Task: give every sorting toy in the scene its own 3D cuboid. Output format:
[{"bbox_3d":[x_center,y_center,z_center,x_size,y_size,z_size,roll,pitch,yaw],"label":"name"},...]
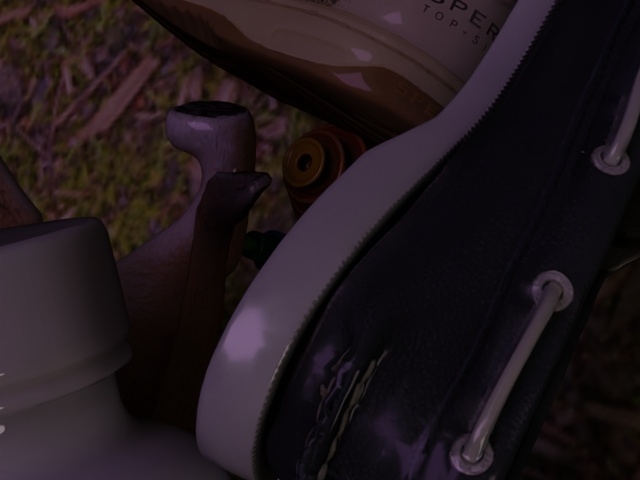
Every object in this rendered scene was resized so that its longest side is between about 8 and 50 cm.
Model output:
[{"bbox_3d":[0.000,0.000,0.693,0.061,0.042,0.102,-18,68,31],"label":"sorting toy"}]

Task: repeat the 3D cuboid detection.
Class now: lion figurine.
[{"bbox_3d":[-0.179,0.054,0.729,0.392,0.142,0.240,11,106,36],"label":"lion figurine"}]

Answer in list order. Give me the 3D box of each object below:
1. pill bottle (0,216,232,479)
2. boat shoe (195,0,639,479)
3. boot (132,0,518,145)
[{"bbox_3d":[-0.098,0.160,0.570,0.176,0.176,0.319,-8,97,34],"label":"pill bottle"},{"bbox_3d":[0.083,-0.024,0.558,0.091,0.114,0.302,30,64,17],"label":"boat shoe"},{"bbox_3d":[0.014,-0.157,0.696,0.203,0.095,0.262,-57,39,-1],"label":"boot"}]
